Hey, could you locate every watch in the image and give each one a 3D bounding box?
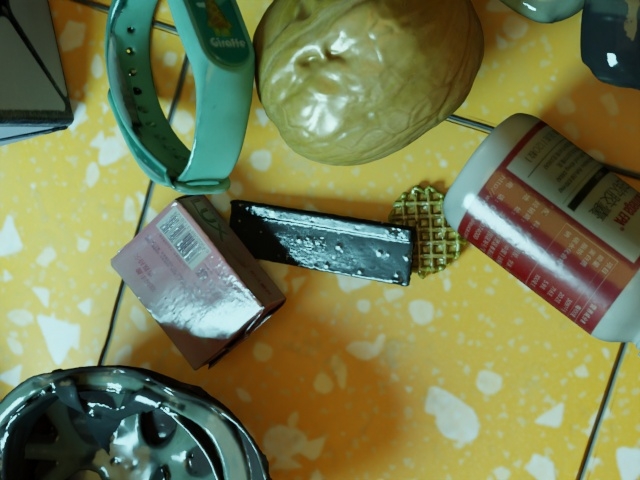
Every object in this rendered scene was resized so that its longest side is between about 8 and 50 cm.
[{"bbox_3d":[-0.137,-0.156,1.628,0.195,0.068,0.237,-52,53,44],"label":"watch"}]

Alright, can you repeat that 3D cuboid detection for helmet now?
[{"bbox_3d":[-0.175,0.238,1.669,0.305,0.177,0.225,17,90,9],"label":"helmet"}]

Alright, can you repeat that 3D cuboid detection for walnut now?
[{"bbox_3d":[0.042,-0.173,1.576,0.226,0.193,0.193,-42,82,21],"label":"walnut"}]

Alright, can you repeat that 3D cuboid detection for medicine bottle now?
[{"bbox_3d":[0.241,0.001,1.551,0.250,0.131,0.131,38,103,11],"label":"medicine bottle"}]

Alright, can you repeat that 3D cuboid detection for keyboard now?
[{"bbox_3d":[0.000,0.000,1.675,0.196,0.018,0.060,10,104,21],"label":"keyboard"}]

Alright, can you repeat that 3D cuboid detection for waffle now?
[{"bbox_3d":[0.102,-0.011,1.652,0.078,0.016,0.085,-35,84,15],"label":"waffle"}]

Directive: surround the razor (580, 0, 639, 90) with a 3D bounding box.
[{"bbox_3d":[0.327,-0.296,1.487,0.204,0.113,0.349,1,95,-23],"label":"razor"}]

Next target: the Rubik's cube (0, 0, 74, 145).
[{"bbox_3d":[-0.418,-0.201,1.671,0.260,0.255,0.259,-9,93,19],"label":"Rubik's cube"}]

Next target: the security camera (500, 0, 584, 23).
[{"bbox_3d":[0.147,-0.329,1.588,0.301,0.080,0.157,39,104,13],"label":"security camera"}]

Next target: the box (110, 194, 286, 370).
[{"bbox_3d":[-0.121,0.041,1.694,0.111,0.060,0.156,-41,80,23],"label":"box"}]
